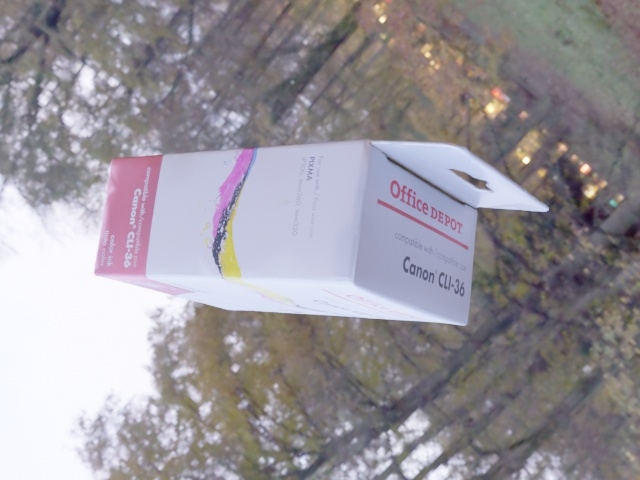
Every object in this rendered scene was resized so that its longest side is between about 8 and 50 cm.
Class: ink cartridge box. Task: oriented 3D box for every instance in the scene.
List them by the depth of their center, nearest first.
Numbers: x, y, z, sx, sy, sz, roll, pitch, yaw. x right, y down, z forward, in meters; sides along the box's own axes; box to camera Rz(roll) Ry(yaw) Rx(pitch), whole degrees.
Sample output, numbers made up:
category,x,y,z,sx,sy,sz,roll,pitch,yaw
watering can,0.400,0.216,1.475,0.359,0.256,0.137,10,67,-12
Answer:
category,x,y,z,sx,sy,sz,roll,pitch,yaw
ink cartridge box,0.000,0.000,0.474,0.198,0.067,0.115,0,168,35
